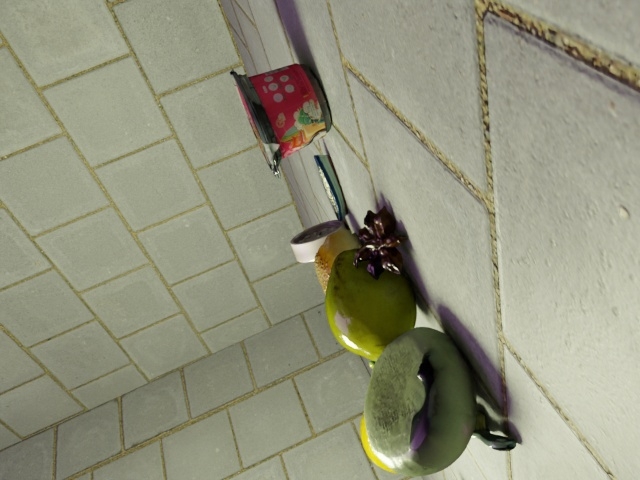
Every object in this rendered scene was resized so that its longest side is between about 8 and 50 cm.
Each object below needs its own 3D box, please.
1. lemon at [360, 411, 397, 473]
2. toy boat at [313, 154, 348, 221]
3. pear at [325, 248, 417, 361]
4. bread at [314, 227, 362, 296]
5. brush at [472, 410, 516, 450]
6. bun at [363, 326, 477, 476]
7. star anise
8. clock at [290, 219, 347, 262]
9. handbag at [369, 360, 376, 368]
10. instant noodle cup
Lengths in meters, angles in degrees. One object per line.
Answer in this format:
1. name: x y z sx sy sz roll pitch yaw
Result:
1. lemon: 0.253 0.612 1.803 0.254 0.253 0.310 63 -179 33
2. toy boat: 0.033 -0.160 1.654 0.080 0.045 0.229 -119 8 -56
3. pear: 0.114 0.144 1.293 0.212 0.212 0.269 77 169 -67
4. bread: 0.094 0.142 1.710 0.192 0.171 0.314 -114 2 -50
5. brush: 0.312 0.363 1.113 0.297 0.068 0.060 109 159 -77
6. bun: 0.217 0.324 1.114 0.283 0.179 0.283 -50 31 45
7. star anise: 0.128 0.007 1.183 0.167 0.057 0.168 -3 86 51
8. clock: 0.000 0.000 1.887 0.197 0.196 0.068 -131 19 -74
9. handbag: 0.209 0.393 2.071 0.269 0.100 0.274 -132 18 -78
10. instant noodle cup: -0.085 -0.317 1.371 0.258 0.181 0.303 106 140 -84
